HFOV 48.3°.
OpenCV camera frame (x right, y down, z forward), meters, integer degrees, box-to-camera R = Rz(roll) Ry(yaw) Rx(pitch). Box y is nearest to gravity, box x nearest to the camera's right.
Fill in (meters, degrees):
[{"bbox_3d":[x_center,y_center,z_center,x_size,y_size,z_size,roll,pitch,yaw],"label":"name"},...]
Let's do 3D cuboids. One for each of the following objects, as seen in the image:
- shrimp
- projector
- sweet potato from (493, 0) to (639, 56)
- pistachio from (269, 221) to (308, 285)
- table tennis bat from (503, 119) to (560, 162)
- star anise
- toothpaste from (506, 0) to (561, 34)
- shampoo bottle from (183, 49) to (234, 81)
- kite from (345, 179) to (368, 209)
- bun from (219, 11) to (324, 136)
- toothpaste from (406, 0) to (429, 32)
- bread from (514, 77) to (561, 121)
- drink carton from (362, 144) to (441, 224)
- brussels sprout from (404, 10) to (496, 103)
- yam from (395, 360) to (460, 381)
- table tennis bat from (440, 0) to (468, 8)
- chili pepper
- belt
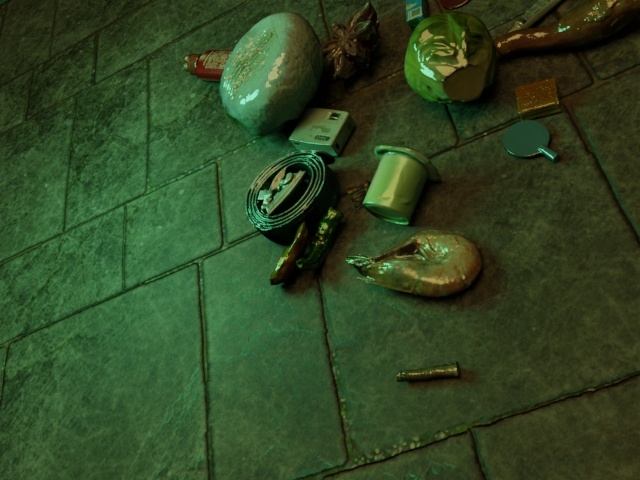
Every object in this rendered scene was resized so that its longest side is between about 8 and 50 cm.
[{"bbox_3d":[0.199,0.042,1.568,0.317,0.077,0.168,8,54,30],"label":"shrimp"},{"bbox_3d":[0.006,-0.289,1.905,0.147,0.061,0.115,15,69,37],"label":"projector"},{"bbox_3d":[0.600,-0.504,1.676,0.385,0.109,0.109,-18,51,35],"label":"sweet potato"},{"bbox_3d":[-0.065,0.038,1.716,0.173,0.049,0.089,-59,9,7],"label":"pistachio"},{"bbox_3d":[0.479,-0.220,1.609,0.100,0.019,0.155,-43,46,-2],"label":"table tennis bat"},{"bbox_3d":[0.094,-0.544,1.997,0.236,0.109,0.223,-63,27,-1],"label":"star anise"},{"bbox_3d":[0.552,-0.581,1.797,0.216,0.037,0.062,-43,48,-7],"label":"toothpaste"},{"bbox_3d":[-0.302,-0.550,2.252,0.314,0.076,0.118,12,67,36],"label":"shampoo bottle"},{"bbox_3d":[0.106,-0.112,1.764,0.122,0.004,0.090,5,62,33],"label":"kite"},{"bbox_3d":[-0.127,-0.448,1.966,0.362,0.211,0.362,-33,39,31],"label":"bun"},{"bbox_3d":[0.274,-0.695,2.020,0.050,0.065,0.266,-15,53,25],"label":"toothpaste"},{"bbox_3d":[0.504,-0.328,1.655,0.094,0.035,0.090,-12,54,24],"label":"bread"},{"bbox_3d":[0.175,-0.122,1.646,0.146,0.144,0.142,15,74,37],"label":"drink carton"},{"bbox_3d":[0.318,-0.440,1.735,0.244,0.244,0.244,-15,53,21],"label":"brussels sprout"},{"bbox_3d":[0.214,0.263,1.431,0.129,0.027,0.033,-10,86,23],"label":"yam"},{"bbox_3d":[0.392,-0.707,1.988,0.098,0.019,0.154,17,72,38],"label":"table tennis bat"},{"bbox_3d":[-0.001,0.005,1.703,0.050,0.073,0.182,23,67,11],"label":"chili pepper"},{"bbox_3d":[-0.062,-0.116,1.793,0.267,0.116,0.206,-42,51,3],"label":"belt"}]
